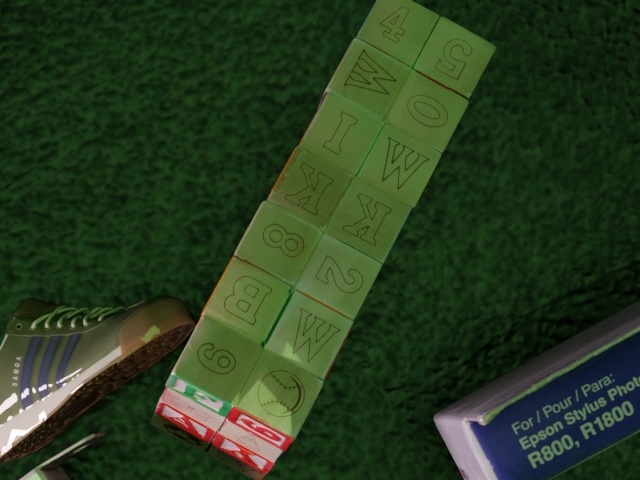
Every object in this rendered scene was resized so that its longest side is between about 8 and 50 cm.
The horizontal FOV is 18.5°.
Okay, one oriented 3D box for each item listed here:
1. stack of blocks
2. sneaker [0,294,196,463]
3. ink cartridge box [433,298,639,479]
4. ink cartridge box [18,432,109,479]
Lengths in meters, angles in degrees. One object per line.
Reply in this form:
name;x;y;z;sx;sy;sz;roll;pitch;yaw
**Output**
stack of blocks;0.000;0.000;1.306;0.087;0.171;0.297;28;72;0
sneaker;-0.176;0.072;1.325;0.192;0.064;0.086;-37;75;27
ink cartridge box;0.234;0.061;1.232;0.324;0.330;0.071;-28;88;-3
ink cartridge box;-0.211;0.210;1.316;0.198;0.115;0.067;-36;87;-3
